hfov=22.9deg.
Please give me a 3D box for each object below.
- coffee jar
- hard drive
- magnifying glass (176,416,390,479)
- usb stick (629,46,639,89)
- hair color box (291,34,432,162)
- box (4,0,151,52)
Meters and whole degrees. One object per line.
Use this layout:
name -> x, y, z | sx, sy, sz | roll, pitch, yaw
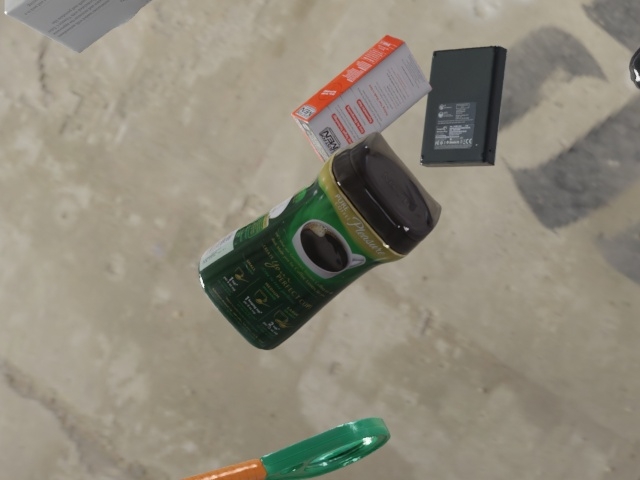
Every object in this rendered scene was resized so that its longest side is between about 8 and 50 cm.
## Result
coffee jar -> 0.000, 0.000, 1.223 | 0.184, 0.079, 0.096 | -35, 101, 25
hard drive -> 0.161, -0.151, 1.786 | 0.094, 0.022, 0.135 | 1, 81, 41
magnifying glass -> -0.036, 0.201, 1.421 | 0.092, 0.231, 0.026 | -48, 62, 49
usb stick -> 0.345, -0.140, 1.320 | 0.077, 0.278, 0.045 | -32, 71, 32
hair color box -> 0.045, -0.151, 1.718 | 0.141, 0.072, 0.043 | -40, 32, -11
box -> -0.273, -0.354, 1.885 | 0.181, 0.119, 0.181 | -29, 50, 34
